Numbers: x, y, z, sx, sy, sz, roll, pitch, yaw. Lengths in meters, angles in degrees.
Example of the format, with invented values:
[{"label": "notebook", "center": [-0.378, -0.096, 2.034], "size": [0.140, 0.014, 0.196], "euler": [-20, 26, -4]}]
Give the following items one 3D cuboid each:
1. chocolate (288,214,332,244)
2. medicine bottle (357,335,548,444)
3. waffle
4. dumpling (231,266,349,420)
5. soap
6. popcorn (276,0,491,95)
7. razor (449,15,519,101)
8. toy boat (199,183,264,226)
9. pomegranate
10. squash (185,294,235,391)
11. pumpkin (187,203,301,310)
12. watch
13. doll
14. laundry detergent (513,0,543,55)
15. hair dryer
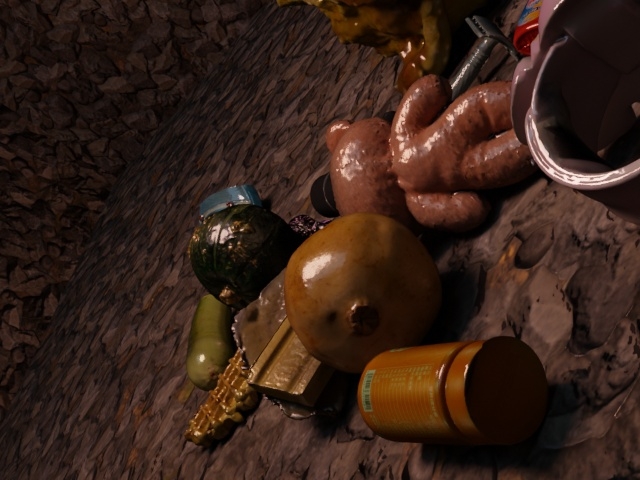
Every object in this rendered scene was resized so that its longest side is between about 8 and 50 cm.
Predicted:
[{"label": "chocolate", "center": [-0.001, -0.003, 1.608], "size": [0.070, 0.072, 0.147], "euler": [-19, 17, -21]}, {"label": "medicine bottle", "center": [0.119, 0.145, 0.997], "size": [0.192, 0.096, 0.096], "euler": [-20, 40, 61]}, {"label": "waffle", "center": [-0.136, 0.222, 1.574], "size": [0.192, 0.046, 0.161], "euler": [-45, 24, 30]}, {"label": "dumpling", "center": [-0.027, 0.128, 1.402], "size": [0.166, 0.086, 0.332], "euler": [-12, 36, 17]}, {"label": "soap", "center": [0.006, 0.097, 1.325], "size": [0.092, 0.037, 0.252], "euler": [10, 52, 35]}, {"label": "popcorn", "center": [0.125, -0.415, 1.678], "size": [0.321, 0.325, 0.290], "euler": [39, 91, 27]}, {"label": "razor", "center": [0.185, -0.200, 1.487], "size": [0.232, 0.068, 0.106], "euler": [-56, 16, 20]}, {"label": "toy boat", "center": [-0.170, -0.042, 2.070], "size": [0.215, 0.088, 0.102], "euler": [-25, 70, 56]}, {"label": "pomegranate", "center": [0.046, 0.061, 1.196], "size": [0.196, 0.196, 0.196], "euler": [-47, 20, 24]}, {"label": "squash", "center": [-0.178, 0.169, 1.723], "size": [0.083, 0.083, 0.250], "euler": [-51, 16, 13]}, {"label": "pumpkin", "center": [-0.110, 0.031, 1.599], "size": [0.190, 0.190, 0.146], "euler": [-34, 8, 47]}, {"label": "watch", "center": [0.288, -0.115, 0.958], "size": [0.244, 0.196, 0.231], "euler": [-44, 43, 33]}, {"label": "doll", "center": [0.154, -0.095, 1.286], "size": [0.303, 0.156, 0.201], "euler": [-19, 77, 30]}, {"label": "laundry detergent", "center": [0.308, -0.318, 1.376], "size": [0.097, 0.049, 0.165], "euler": [-19, 39, 50]}, {"label": "hair dryer", "center": [0.079, -0.132, 1.624], "size": [0.219, 0.071, 0.124], "euler": [-55, 18, -26]}]
